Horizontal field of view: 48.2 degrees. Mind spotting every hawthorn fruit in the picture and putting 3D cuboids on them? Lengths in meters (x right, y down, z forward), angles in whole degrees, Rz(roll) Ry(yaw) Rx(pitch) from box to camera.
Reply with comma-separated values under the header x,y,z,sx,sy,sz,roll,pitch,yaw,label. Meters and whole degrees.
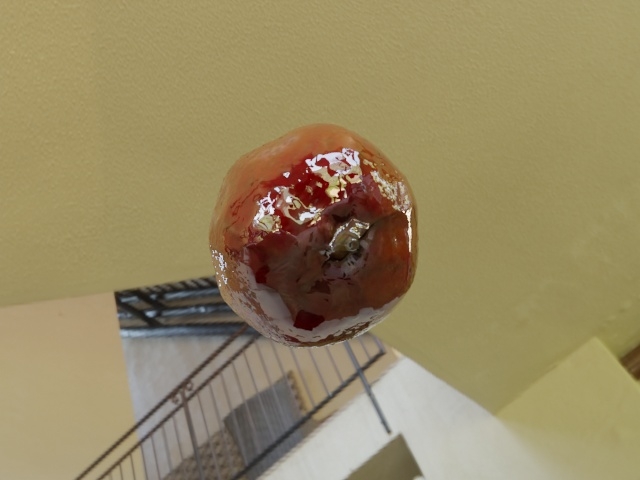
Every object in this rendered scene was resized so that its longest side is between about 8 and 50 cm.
x,y,z,sx,sy,sz,roll,pitch,yaw,label
0.000,0.000,0.669,0.215,0.250,0.215,-1,-86,-20,hawthorn fruit
